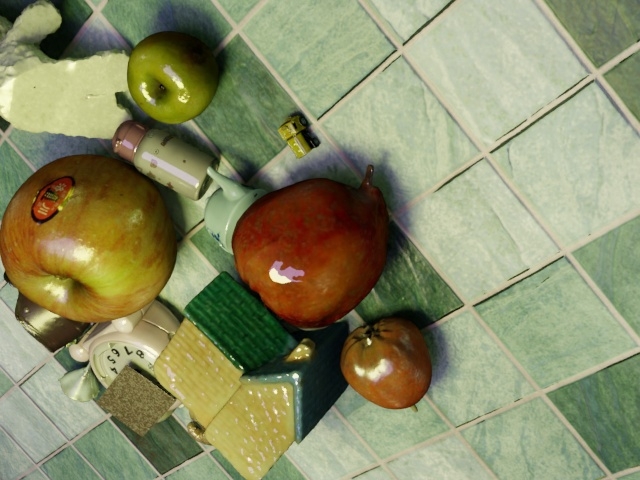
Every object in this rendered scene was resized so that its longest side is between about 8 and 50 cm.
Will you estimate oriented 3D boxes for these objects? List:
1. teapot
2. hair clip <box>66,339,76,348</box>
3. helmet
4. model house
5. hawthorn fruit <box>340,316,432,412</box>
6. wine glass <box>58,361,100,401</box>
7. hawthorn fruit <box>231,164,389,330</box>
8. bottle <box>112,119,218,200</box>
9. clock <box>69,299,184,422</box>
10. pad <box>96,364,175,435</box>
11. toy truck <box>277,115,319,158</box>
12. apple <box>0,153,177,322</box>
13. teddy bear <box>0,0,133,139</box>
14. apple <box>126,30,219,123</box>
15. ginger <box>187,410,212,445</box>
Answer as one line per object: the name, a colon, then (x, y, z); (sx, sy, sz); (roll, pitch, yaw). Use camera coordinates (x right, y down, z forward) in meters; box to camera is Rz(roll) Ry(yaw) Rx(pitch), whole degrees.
teapot: (-0.197, -0.058, 1.778); (0.158, 0.159, 0.232); (17, 136, 18)
hair clip: (-0.725, 0.223, 2.281); (0.060, 0.033, 0.189); (1, 115, 25)
helmet: (-0.691, 0.134, 2.104); (0.177, 0.305, 0.225); (-27, 147, -1)
model house: (-0.131, 0.269, 1.844); (0.382, 0.334, 0.343); (40, 118, 8)
hawthorn fruit: (0.162, 0.289, 1.771); (0.199, 0.199, 0.251); (-15, 122, 33)
wine glass: (-0.657, 0.357, 2.275); (0.122, 0.122, 0.183); (34, 124, 6)
hawthorn fruit: (-0.014, 0.017, 1.648); (0.308, 0.324, 0.308); (55, 165, 23)
bottle: (-0.350, -0.186, 1.787); (0.233, 0.110, 0.110); (28, 127, 3)
clock: (-0.447, 0.315, 2.102); (0.326, 0.184, 0.342); (50, 135, -10)
pad: (-0.483, 0.419, 2.090); (0.158, 0.003, 0.235); (37, 132, -6)
toy truck: (-0.048, -0.215, 1.660); (0.049, 0.054, 0.083); (-26, 103, 36)
apple: (-0.521, -0.012, 1.845); (0.399, 0.334, 0.400); (12, 142, 10)
teddy bear: (-0.645, -0.405, 1.836); (0.362, 0.375, 0.328); (-124, 36, -45)
apple: (-0.301, -0.338, 1.657); (0.196, 0.157, 0.197); (13, 123, 21)
ginger: (-0.285, 0.495, 2.162); (0.149, 0.065, 0.259); (22, 146, 1)
